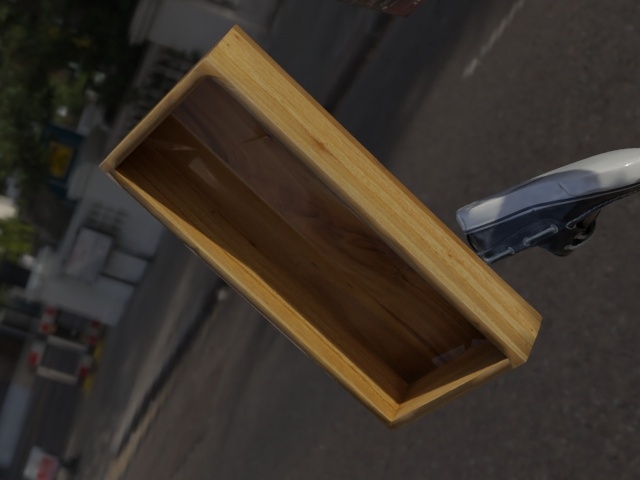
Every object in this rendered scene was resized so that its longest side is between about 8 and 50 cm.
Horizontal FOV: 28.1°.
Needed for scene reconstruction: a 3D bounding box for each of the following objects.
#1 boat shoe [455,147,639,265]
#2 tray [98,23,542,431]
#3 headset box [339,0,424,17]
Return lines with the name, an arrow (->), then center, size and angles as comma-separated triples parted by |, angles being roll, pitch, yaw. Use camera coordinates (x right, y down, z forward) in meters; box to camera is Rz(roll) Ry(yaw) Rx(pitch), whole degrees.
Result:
boat shoe -> 0.299, -0.032, 1.591 | 0.301, 0.102, 0.108 | -21, 6, 46
tray -> 0.000, 0.000, 1.254 | 0.203, 0.411, 0.076 | -37, 16, 43
headset box -> 0.037, -0.397, 1.568 | 0.110, 0.218, 0.293 | -41, -14, 23
